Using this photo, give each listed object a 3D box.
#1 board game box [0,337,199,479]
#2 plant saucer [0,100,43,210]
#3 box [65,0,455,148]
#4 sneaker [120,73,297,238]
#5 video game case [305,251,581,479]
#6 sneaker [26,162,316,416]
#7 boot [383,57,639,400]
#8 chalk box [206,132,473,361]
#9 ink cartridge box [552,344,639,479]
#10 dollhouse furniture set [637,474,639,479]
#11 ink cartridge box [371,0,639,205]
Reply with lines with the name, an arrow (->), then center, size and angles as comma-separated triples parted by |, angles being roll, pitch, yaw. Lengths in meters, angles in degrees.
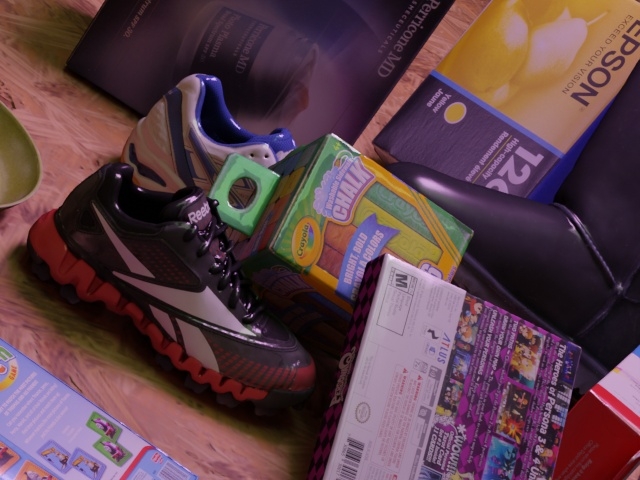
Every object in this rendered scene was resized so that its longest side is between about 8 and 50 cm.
board game box -> -0.203, 0.155, 1.420 | 0.211, 0.039, 0.160 | 36, 24, 0
plant saucer -> -0.352, -0.095, 1.686 | 0.241, 0.037, 0.241 | 29, 26, -15
box -> -0.050, -0.238, 2.024 | 0.294, 0.296, 0.183 | 32, 24, -7
sneaker -> -0.052, -0.033, 1.851 | 0.296, 0.131, 0.112 | 41, 22, 8
video game case -> 0.104, 0.156, 1.657 | 0.210, 0.042, 0.232 | 25, 65, -21
sneaker -> -0.106, 0.034, 1.653 | 0.276, 0.135, 0.097 | 36, 22, -2
boot -> 0.291, -0.105, 1.986 | 0.367, 0.445, 0.146 | 40, -3, -27
chalk box -> 0.000, 0.000, 1.744 | 0.213, 0.132, 0.132 | 33, 65, -17
ink cartridge box -> 0.259, 0.191, 1.842 | 0.078, 0.134, 0.231 | 42, 24, 12
dollhouse furniture set -> 0.411, 0.261, 1.918 | 0.183, 0.129, 0.129 | 39, 24, 5
ink cartridge box -> 0.255, -0.140, 2.171 | 0.307, 0.303, 0.072 | 36, -7, 41
